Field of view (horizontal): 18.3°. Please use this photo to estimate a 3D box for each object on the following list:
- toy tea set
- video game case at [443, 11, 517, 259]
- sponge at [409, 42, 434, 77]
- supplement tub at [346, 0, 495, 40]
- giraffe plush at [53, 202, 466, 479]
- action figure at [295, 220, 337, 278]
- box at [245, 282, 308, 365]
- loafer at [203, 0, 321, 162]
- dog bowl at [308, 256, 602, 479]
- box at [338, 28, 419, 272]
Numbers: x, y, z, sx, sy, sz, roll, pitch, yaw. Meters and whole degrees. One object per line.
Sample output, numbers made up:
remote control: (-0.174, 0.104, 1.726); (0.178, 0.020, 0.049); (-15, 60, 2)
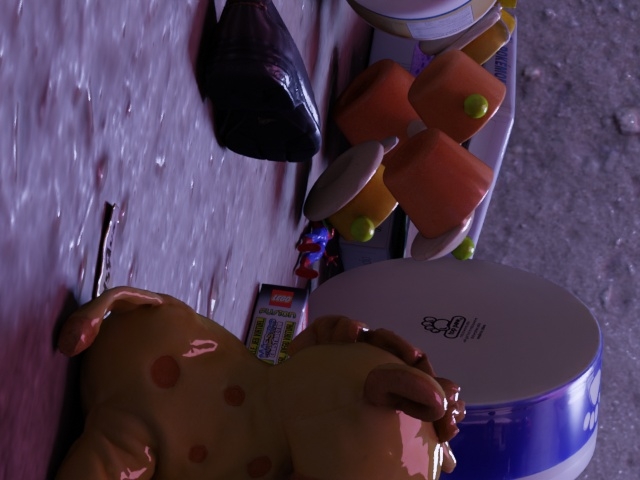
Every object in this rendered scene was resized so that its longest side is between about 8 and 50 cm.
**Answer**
toy tea set: (0.097, -0.068, 1.652); (0.200, 0.124, 0.336); (-35, -160, 29)
video game case: (0.134, -0.030, 1.953); (0.300, 0.036, 0.329); (-76, -179, -65)
sponge: (0.103, -0.120, 1.955); (0.210, 0.031, 0.117); (33, 65, -83)
supplement tub: (0.076, -0.233, 1.545); (0.199, 0.144, 0.144); (11, 87, -84)
giraffe plush: (-0.024, 0.098, 0.898); (0.181, 0.170, 0.210); (-54, 151, -77)
action figure: (0.000, 0.000, 1.681); (0.115, 0.030, 0.038); (-71, 162, -70)
box: (-0.036, 0.144, 1.469); (0.207, 0.036, 0.114); (91, 9, -45)
loafer: (-0.029, -0.091, 1.151); (0.170, 0.062, 0.061); (82, 12, -72)
dog bowl: (0.107, 0.117, 1.696); (0.265, 0.264, 0.104); (-71, 164, -63)
box: (0.075, -0.101, 2.101); (0.232, 0.058, 0.322); (79, 20, -70)
